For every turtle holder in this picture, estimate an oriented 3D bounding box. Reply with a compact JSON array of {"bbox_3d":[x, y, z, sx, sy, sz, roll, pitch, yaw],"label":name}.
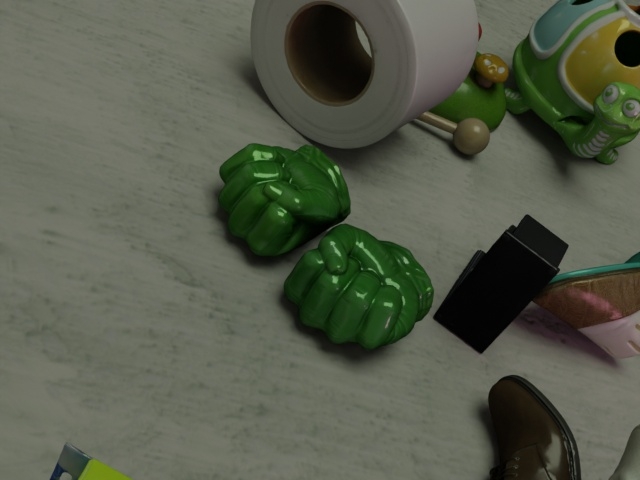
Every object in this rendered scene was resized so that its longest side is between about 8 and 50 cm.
[{"bbox_3d":[0.419,-0.268,1.469,0.243,0.227,0.320,44,41,11],"label":"turtle holder"}]

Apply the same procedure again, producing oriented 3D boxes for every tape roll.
[{"bbox_3d":[0.055,-0.257,1.216,0.246,0.246,0.169,43,42,11],"label":"tape roll"}]

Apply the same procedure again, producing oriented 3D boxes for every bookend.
[{"bbox_3d":[0.224,0.025,1.111,0.072,0.157,0.156,38,41,5],"label":"bookend"}]

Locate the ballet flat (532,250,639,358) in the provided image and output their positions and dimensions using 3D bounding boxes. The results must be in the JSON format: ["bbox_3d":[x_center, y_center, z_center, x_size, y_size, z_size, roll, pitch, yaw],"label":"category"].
[{"bbox_3d":[0.395,0.079,1.214,0.342,0.116,0.124,-10,83,-47],"label":"ballet flat"}]

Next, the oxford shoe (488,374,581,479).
[{"bbox_3d":[0.206,0.232,0.954,0.096,0.083,0.227,7,47,-25],"label":"oxford shoe"}]

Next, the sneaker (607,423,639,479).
[{"bbox_3d":[0.242,0.286,0.842,0.118,0.110,0.292,23,71,9],"label":"sneaker"}]

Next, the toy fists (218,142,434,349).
[{"bbox_3d":[0.000,0.000,1.042,0.142,0.096,0.279,-21,65,-42],"label":"toy fists"}]

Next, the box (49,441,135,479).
[{"bbox_3d":[-0.132,0.232,0.717,0.178,0.109,0.042,30,42,-3],"label":"box"}]

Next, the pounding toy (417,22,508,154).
[{"bbox_3d":[0.209,-0.246,1.405,0.183,0.110,0.237,33,40,0],"label":"pounding toy"}]
